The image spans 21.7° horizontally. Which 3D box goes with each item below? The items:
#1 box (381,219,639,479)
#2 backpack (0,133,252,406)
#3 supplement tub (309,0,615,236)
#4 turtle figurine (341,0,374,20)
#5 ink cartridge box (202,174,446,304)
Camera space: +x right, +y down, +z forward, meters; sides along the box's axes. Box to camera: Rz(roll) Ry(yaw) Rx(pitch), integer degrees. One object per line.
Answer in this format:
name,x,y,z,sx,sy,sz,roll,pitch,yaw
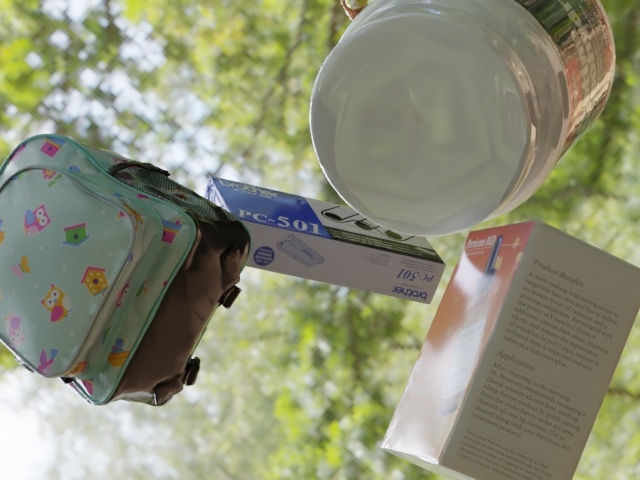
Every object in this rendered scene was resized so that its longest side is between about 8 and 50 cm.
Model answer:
box,0.128,0.083,1.121,0.170,0.091,0.130,-67,12,-9
backpack,-0.170,0.014,1.194,0.144,0.188,0.166,13,-73,-51
supplement tub,0.117,-0.122,1.317,0.191,0.191,0.272,-55,-6,27
turtle figurine,0.086,-0.197,1.787,0.087,0.269,0.217,-28,35,25
ink cartridge box,0.000,0.000,1.495,0.097,0.207,0.046,-123,49,-61
